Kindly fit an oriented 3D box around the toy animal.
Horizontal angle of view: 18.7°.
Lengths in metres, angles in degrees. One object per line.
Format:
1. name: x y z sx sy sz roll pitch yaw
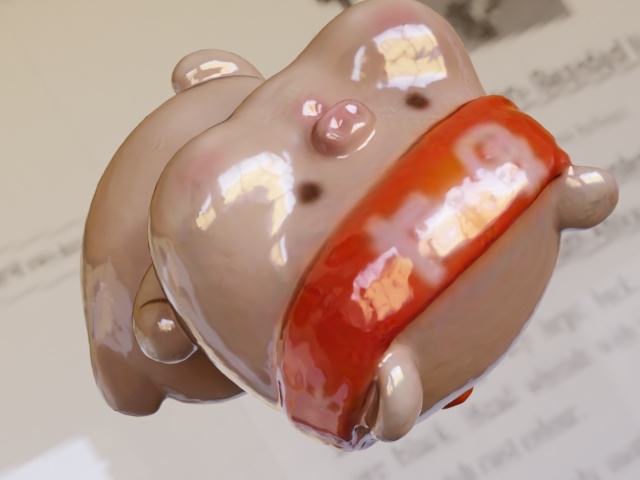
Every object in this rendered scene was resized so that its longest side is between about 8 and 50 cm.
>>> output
1. toy animal: 0.000 0.000 0.742 0.171 0.171 0.197 -25 17 -38
